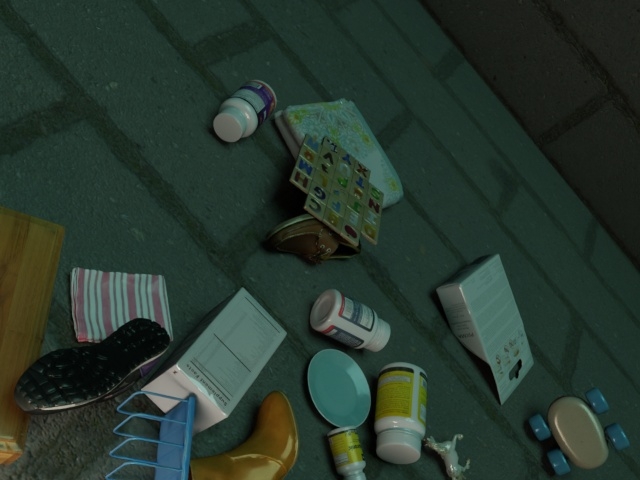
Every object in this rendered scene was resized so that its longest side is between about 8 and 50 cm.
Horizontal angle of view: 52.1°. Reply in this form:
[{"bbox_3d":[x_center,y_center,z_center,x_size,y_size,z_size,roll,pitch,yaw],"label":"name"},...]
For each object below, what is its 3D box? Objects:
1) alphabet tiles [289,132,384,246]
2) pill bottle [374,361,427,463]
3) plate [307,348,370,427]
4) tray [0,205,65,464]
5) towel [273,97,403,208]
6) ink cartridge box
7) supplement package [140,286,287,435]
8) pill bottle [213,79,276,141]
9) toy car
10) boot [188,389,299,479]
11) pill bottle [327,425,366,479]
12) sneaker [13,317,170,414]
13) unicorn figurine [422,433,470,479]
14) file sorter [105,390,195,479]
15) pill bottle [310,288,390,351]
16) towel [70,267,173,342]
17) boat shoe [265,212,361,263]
[{"bbox_3d":[0.052,-0.139,1.724,0.285,0.011,0.342,37,37,-18],"label":"alphabet tiles"},{"bbox_3d":[0.186,0.400,1.524,0.119,0.119,0.208,34,42,-22],"label":"pill bottle"},{"bbox_3d":[0.038,0.340,1.498,0.188,0.024,0.188,25,47,-30],"label":"plate"},{"bbox_3d":[-0.546,0.127,1.038,0.203,0.076,0.410,21,49,-33],"label":"tray"},{"bbox_3d":[0.059,-0.240,1.908,0.321,0.090,0.374,-21,77,-47],"label":"towel"},{"bbox_3d":[0.516,0.265,2.011,0.308,0.091,0.384,-25,98,-51],"label":"ink cartridge box"},{"bbox_3d":[-0.199,0.229,1.256,0.139,0.134,0.244,48,39,-7],"label":"supplement package"},{"bbox_3d":[-0.198,-0.333,1.700,0.108,0.108,0.193,44,40,-11],"label":"pill bottle"},{"bbox_3d":[0.761,0.559,1.957,0.210,0.219,0.238,64,11,14],"label":"toy car"},{"bbox_3d":[-0.150,0.404,1.199,0.211,0.104,0.294,21,53,-34],"label":"boot"},{"bbox_3d":[0.059,0.459,1.395,0.065,0.065,0.116,7,58,-42],"label":"pill bottle"},{"bbox_3d":[-0.371,0.236,1.078,0.107,0.124,0.283,41,29,18],"label":"sneaker"},{"bbox_3d":[0.314,0.521,1.605,0.111,0.060,0.161,-16,74,-50],"label":"unicorn figurine"},{"bbox_3d":[-0.287,0.351,1.092,0.105,0.118,0.170,22,48,-29],"label":"file sorter"},{"bbox_3d":[0.075,0.198,1.573,0.180,0.108,0.107,30,44,-26],"label":"pill bottle"},{"bbox_3d":[-0.373,0.124,1.246,0.197,0.029,0.144,8,57,-41],"label":"towel"},{"bbox_3d":[0.000,0.000,1.645,0.307,0.111,0.104,-7,66,-46],"label":"boat shoe"}]
